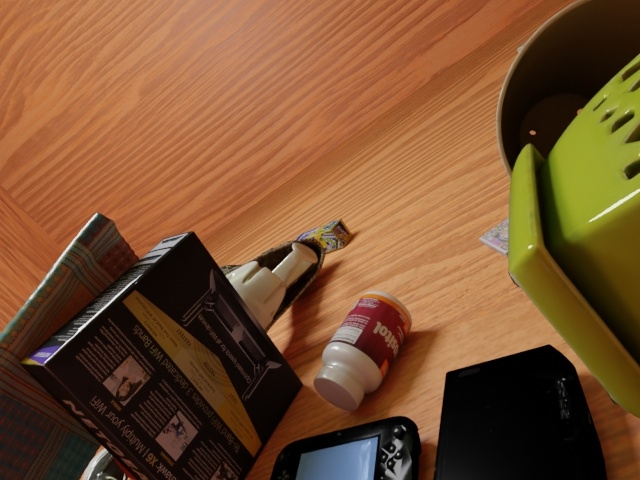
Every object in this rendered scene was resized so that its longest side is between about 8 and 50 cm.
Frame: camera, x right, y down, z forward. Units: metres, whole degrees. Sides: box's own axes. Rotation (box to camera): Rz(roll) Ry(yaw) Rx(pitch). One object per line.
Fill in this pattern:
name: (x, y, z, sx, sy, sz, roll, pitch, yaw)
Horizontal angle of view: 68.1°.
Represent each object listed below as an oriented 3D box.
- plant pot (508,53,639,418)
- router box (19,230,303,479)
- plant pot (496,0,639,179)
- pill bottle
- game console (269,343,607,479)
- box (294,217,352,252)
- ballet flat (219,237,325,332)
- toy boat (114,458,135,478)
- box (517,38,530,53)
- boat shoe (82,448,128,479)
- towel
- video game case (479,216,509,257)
plant pot: (0.279, -0.009, 0.362, 0.207, 0.228, 0.227, -36, 14, 35)
router box: (-0.182, 0.182, 0.639, 0.080, 0.309, 0.243, -11, 28, 41)
plant pot: (0.348, -0.149, 0.617, 0.256, 0.257, 0.274, -33, 0, 16)
pill bottle: (0.057, 0.147, 0.638, 0.086, 0.086, 0.152, -19, 25, 49)
game console: (0.074, 0.227, 0.451, 0.361, 0.044, 0.213, -28, 18, 31)
box: (0.000, 0.000, 1.230, 0.168, 0.059, 0.054, -20, 21, 46)
ballet flat: (-0.111, 0.087, 0.907, 0.182, 0.164, 0.483, -38, 0, 26)
toy boat: (-0.230, 0.295, 0.806, 0.151, 0.151, 0.231, 8, 39, 25)
box: (0.621, -0.468, 1.055, 0.311, 0.148, 0.121, -39, 17, -2)
boat shoe: (-0.354, 0.427, 0.771, 0.070, 0.078, 0.219, -33, 24, 19)
towel: (-0.332, 0.185, 0.632, 0.040, 0.272, 0.370, 12, 56, 17)
video game case: (0.310, -0.025, 0.716, 0.122, 0.011, 0.087, -36, 15, 3)
